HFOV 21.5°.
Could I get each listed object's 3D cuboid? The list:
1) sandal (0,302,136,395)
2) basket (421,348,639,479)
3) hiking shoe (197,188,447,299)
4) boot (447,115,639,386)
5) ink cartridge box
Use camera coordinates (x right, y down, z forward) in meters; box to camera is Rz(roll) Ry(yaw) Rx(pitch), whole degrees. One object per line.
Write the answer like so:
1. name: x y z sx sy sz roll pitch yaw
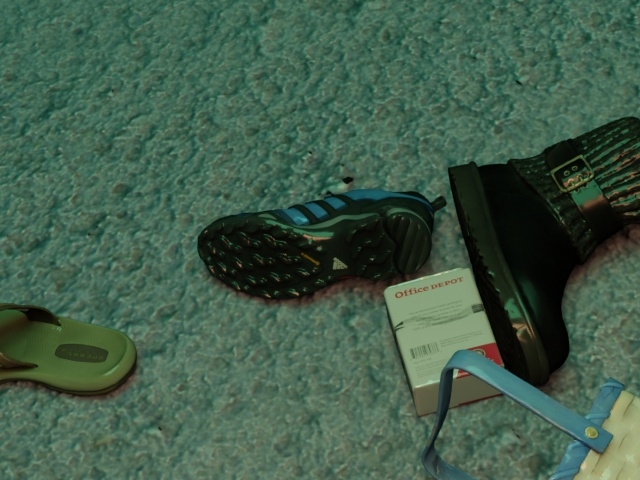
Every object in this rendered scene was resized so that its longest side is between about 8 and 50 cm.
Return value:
1. sandal: -0.372 0.118 2.057 0.302 0.086 0.120 2 53 12
2. basket: 0.244 0.242 1.745 0.289 0.255 0.201 31 62 17
3. hiking shoe: 0.000 0.000 2.095 0.304 0.113 0.132 -2 21 17
4. boot: 0.309 0.002 2.000 0.260 0.131 0.348 -12 51 0
5. ink cartridge box: 0.145 0.117 1.981 0.109 0.063 0.150 -14 51 -1
